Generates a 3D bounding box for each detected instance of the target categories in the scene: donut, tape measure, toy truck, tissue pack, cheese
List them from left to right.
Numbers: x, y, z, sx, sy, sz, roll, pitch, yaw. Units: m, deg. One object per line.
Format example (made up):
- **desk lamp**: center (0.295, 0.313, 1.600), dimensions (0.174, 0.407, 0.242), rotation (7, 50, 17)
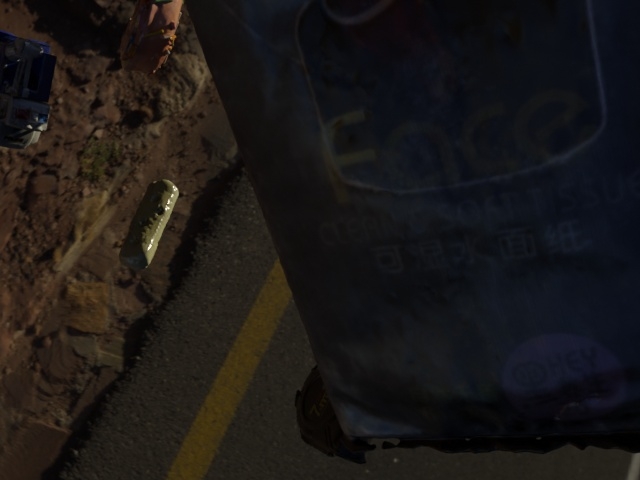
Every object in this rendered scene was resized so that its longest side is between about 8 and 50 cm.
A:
- **toy truck**: center (-0.570, -0.276, 1.177), dimensions (0.161, 0.177, 0.213), rotation (3, 105, -51)
- **cheese**: center (-0.322, -0.033, 1.181), dimensions (0.043, 0.065, 0.194), rotation (73, 23, -53)
- **donut**: center (-0.319, -0.424, 1.202), dimensions (0.085, 0.199, 0.233), rotation (14, 119, -25)
- **tape measure**: center (0.044, 0.313, 1.214), dimensions (0.112, 0.186, 0.199), rotation (36, 75, -34)
- **tissue pack**: center (0.089, -0.049, 0.374), dimensions (0.122, 0.259, 0.361), rotation (-57, 134, -58)
